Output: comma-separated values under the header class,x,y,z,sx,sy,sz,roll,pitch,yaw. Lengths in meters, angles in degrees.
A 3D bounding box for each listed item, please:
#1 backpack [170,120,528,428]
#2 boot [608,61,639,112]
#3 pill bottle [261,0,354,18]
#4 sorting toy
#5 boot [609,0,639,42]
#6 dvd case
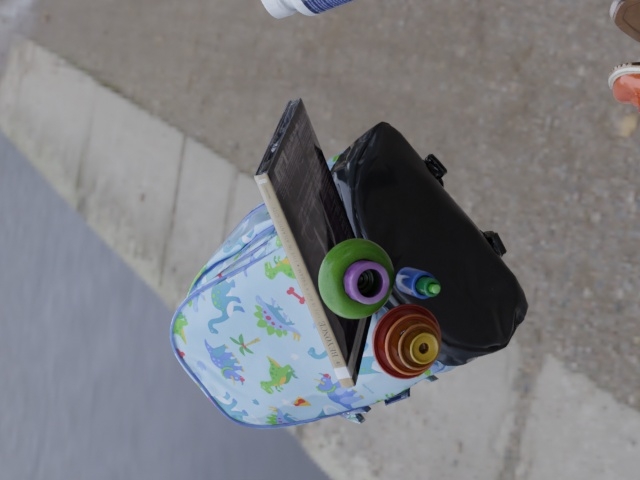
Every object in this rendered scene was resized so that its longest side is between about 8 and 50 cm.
class,x,y,z,sx,sy,sz,roll,pitch,yaw
backpack,-0.001,0.067,1.486,0.355,0.290,0.273,-12,32,52
boot,0.315,-0.127,1.223,0.158,0.059,0.085,-169,75,-77
pill bottle,0.006,-0.240,1.173,0.120,0.067,0.067,-15,65,29
sorting toy,0.047,0.041,0.821,0.061,0.102,0.042,-43,19,-13
boot,0.184,-0.136,0.669,0.042,0.118,0.087,116,147,-42
dvd case,0.000,0.000,1.199,0.164,0.018,0.221,-72,-36,-60
